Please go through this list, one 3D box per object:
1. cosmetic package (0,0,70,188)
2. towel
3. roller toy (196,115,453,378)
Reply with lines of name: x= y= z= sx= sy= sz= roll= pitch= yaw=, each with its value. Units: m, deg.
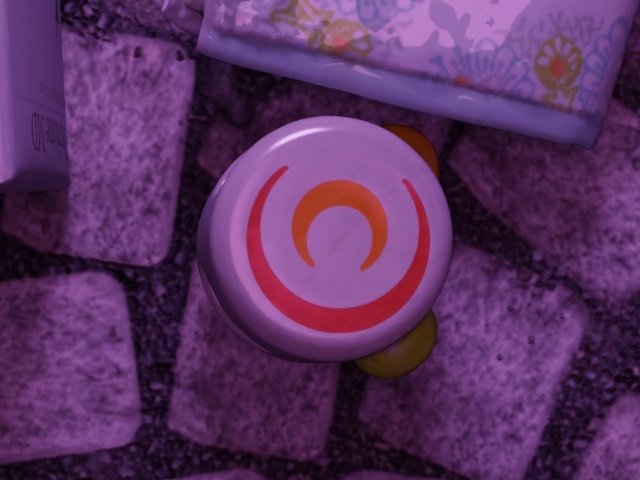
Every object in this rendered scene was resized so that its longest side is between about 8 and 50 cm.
cosmetic package: x=-0.373 y=-0.227 z=1.365 sx=0.327 sy=0.329 sz=0.393 roll=-2 pitch=91 yaw=-1
towel: x=0.090 y=-0.265 z=1.442 sx=0.374 sy=0.090 sz=0.320 roll=14 pitch=100 yaw=-14
roller toy: x=0.000 y=0.000 z=1.460 sx=0.191 sy=0.146 sz=0.209 roll=7 pitch=84 yaw=-10
